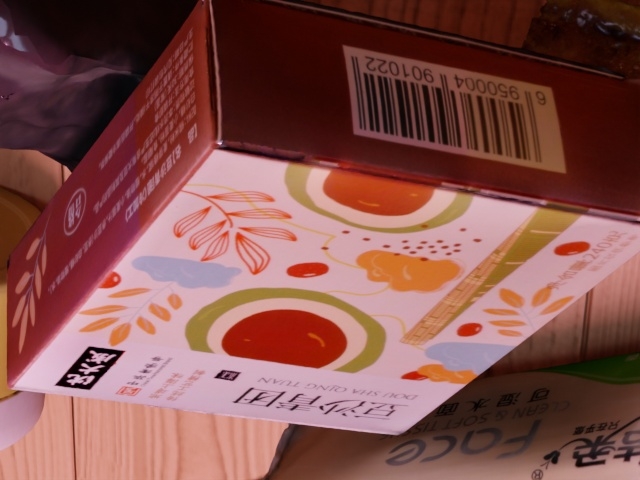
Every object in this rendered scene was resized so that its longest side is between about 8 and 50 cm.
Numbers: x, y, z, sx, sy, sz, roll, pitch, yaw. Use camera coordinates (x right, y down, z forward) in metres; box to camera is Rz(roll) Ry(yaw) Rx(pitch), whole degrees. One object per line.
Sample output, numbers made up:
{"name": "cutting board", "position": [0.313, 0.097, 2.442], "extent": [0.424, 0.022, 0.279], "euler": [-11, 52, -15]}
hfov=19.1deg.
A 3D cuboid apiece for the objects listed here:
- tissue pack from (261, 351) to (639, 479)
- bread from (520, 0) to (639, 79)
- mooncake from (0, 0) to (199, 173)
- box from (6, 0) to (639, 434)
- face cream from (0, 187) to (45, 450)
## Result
{"name": "tissue pack", "position": [0.186, 0.284, 1.586], "extent": [0.405, 0.205, 0.331], "euler": [-12, 113, 31]}
{"name": "bread", "position": [0.237, -0.107, 1.405], "extent": [0.172, 0.103, 0.132], "euler": [19, 148, 23]}
{"name": "mooncake", "position": [-0.200, -0.183, 1.440], "extent": [0.212, 0.350, 0.381], "euler": [-32, 137, 31]}
{"name": "box", "position": [0.000, 0.000, 1.364], "extent": [0.345, 0.122, 0.385], "euler": [9, 148, -26]}
{"name": "face cream", "position": [-0.353, 0.067, 1.724], "extent": [0.218, 0.218, 0.179], "euler": [19, 121, 16]}
